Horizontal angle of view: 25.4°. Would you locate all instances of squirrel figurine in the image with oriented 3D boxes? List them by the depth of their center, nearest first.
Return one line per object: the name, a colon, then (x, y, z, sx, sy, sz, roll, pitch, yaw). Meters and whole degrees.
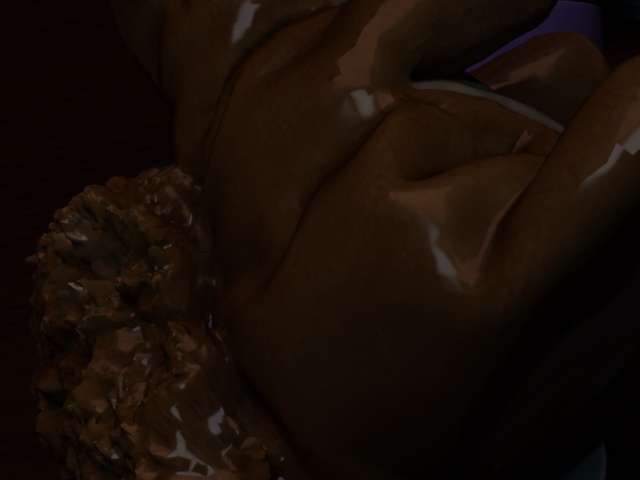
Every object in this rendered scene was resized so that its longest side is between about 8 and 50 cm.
squirrel figurine: (-0.026, -0.020, 0.753, 0.397, 0.281, 0.370, -44, 63, 5)

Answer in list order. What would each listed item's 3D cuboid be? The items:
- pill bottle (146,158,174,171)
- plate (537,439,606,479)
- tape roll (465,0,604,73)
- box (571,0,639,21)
pill bottle: (0.000, 0.000, 0.970, 0.246, 0.130, 0.130, -3, 32, 25)
plate: (0.069, 0.141, 0.799, 0.188, 0.024, 0.188, -13, 28, 7)
tape roll: (0.073, -0.119, 1.059, 0.275, 0.090, 0.275, -3, 4, 0)
box: (0.370, -0.274, 1.336, 0.233, 0.044, 0.159, -33, 32, -25)
